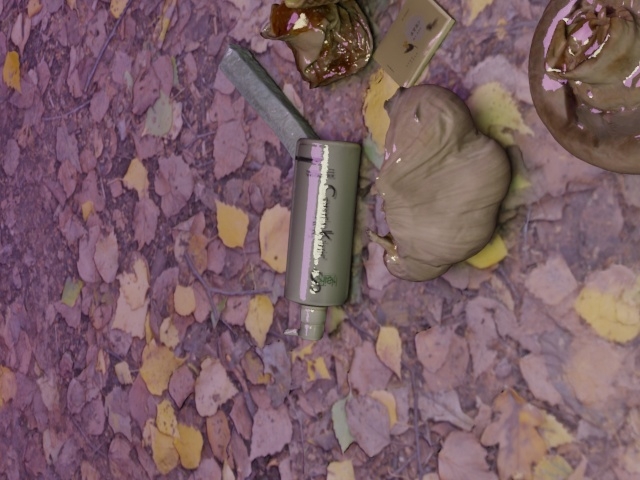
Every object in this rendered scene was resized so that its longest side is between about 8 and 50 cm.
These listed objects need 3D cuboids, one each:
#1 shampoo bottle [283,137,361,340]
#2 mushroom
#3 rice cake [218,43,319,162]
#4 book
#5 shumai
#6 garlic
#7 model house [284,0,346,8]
[{"bbox_3d":[0.000,0.000,1.369,0.085,0.085,0.262,11,98,45],"label":"shampoo bottle"},{"bbox_3d":[0.299,-0.176,0.997,0.226,0.178,0.226,-8,78,38],"label":"mushroom"},{"bbox_3d":[-0.073,-0.193,1.476,0.245,0.042,0.045,52,122,33],"label":"rice cake"},{"bbox_3d":[0.113,-0.250,1.304,0.077,0.014,0.111,53,125,31],"label":"book"},{"bbox_3d":[-0.015,-0.264,1.362,0.146,0.116,0.145,6,98,48],"label":"shumai"},{"bbox_3d":[0.138,-0.055,1.181,0.143,0.178,0.229,10,120,15],"label":"garlic"},{"bbox_3d":[-0.004,-0.389,1.241,0.189,0.195,0.214,38,136,-2],"label":"model house"}]
